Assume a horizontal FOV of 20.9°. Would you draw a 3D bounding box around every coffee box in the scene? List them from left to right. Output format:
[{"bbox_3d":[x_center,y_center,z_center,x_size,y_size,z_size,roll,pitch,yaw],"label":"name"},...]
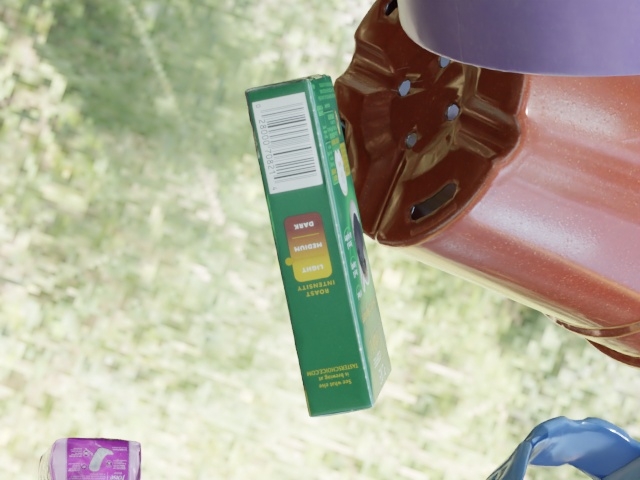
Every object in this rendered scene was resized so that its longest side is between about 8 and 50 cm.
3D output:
[{"bbox_3d":[0.000,0.000,0.975,0.113,0.040,0.184,-49,127,-80],"label":"coffee box"}]

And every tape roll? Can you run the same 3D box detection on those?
[{"bbox_3d":[0.118,-0.131,0.650,0.189,0.189,0.080,-60,146,-59],"label":"tape roll"}]

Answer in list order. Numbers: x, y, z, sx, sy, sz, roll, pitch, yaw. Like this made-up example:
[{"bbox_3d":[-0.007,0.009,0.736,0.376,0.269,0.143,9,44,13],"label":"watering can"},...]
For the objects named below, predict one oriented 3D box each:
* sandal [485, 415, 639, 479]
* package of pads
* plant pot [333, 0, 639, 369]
[{"bbox_3d":[0.122,0.120,0.558,0.317,0.126,0.138,-13,-123,65],"label":"sandal"},{"bbox_3d":[-0.129,0.128,0.960,0.083,0.050,0.032,136,-45,-71],"label":"package of pads"},{"bbox_3d":[0.164,-0.066,1.198,0.272,0.265,0.272,-25,-122,47],"label":"plant pot"}]
